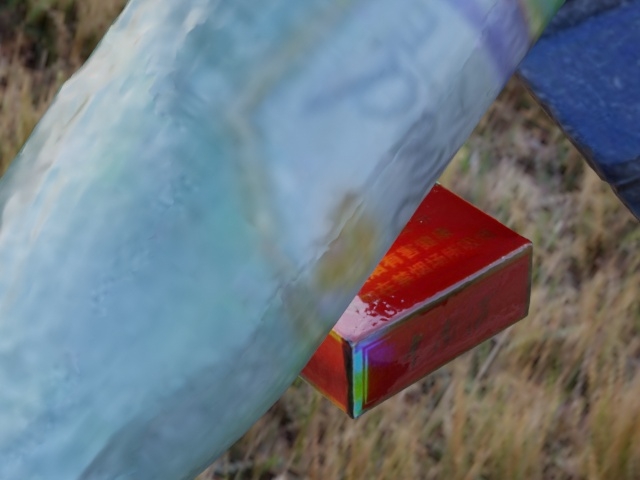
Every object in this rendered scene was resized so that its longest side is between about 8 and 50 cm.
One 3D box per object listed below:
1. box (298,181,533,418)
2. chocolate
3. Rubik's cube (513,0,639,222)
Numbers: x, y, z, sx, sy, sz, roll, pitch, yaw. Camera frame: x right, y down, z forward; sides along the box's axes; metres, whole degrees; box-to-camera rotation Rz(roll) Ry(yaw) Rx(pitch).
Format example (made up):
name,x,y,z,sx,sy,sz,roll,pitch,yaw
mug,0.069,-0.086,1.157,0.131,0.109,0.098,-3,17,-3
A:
name,x,y,z,sx,sy,sz,roll,pitch,yaw
box,0.000,-0.001,0.848,0.112,0.048,0.175,-29,45,-30
chocolate,-0.027,-0.013,0.472,0.110,0.110,0.291,31,70,6
Rubik's cube,0.271,-0.226,0.911,0.362,0.363,0.359,51,39,-29
